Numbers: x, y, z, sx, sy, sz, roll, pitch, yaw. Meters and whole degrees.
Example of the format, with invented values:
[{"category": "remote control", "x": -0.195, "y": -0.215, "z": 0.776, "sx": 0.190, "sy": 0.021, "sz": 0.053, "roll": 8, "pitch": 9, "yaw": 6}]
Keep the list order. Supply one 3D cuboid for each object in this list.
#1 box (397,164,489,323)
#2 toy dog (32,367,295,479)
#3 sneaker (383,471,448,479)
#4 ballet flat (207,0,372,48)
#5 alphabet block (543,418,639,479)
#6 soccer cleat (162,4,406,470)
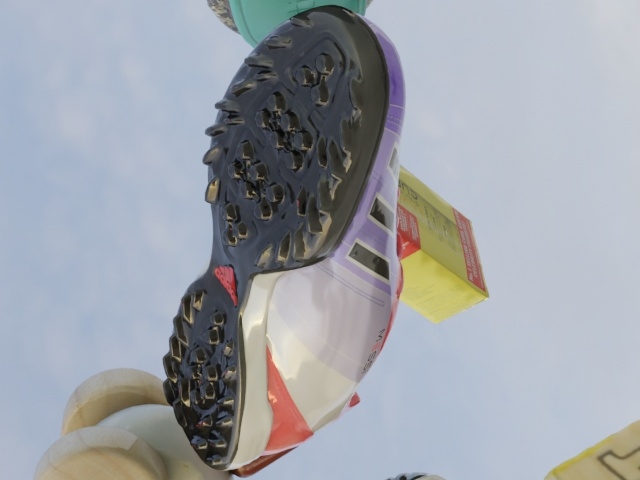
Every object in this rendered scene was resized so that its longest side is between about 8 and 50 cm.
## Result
[{"category": "box", "x": 0.047, "y": -0.018, "z": 1.276, "sx": 0.232, "sy": 0.058, "sz": 0.087, "roll": 36, "pitch": -145, "yaw": -46}, {"category": "toy dog", "x": -0.077, "y": 0.229, "z": 1.031, "sx": 0.220, "sy": 0.161, "sz": 0.334, "roll": -95, "pitch": -3, "yaw": -52}, {"category": "sneaker", "x": 0.046, "y": 0.334, "z": 1.063, "sx": 0.145, "sy": 0.147, "sz": 0.385, "roll": 69, "pitch": -146, "yaw": -51}, {"category": "ballet flat", "x": -0.036, "y": -0.287, "z": 0.933, "sx": 0.483, "sy": 0.164, "sz": 0.182, "roll": 85, "pitch": 176, "yaw": -69}, {"category": "alphabet block", "x": 0.319, "y": 0.262, "z": 1.293, "sx": 0.193, "sy": 0.197, "sz": 0.192, "roll": -25, "pitch": -53, "yaw": -17}, {"category": "soccer cleat", "x": 0.000, "y": 0.000, "z": 0.865, "sx": 0.116, "sy": 0.318, "sz": 0.109, "roll": -14, "pitch": -129, "yaw": -30}]
